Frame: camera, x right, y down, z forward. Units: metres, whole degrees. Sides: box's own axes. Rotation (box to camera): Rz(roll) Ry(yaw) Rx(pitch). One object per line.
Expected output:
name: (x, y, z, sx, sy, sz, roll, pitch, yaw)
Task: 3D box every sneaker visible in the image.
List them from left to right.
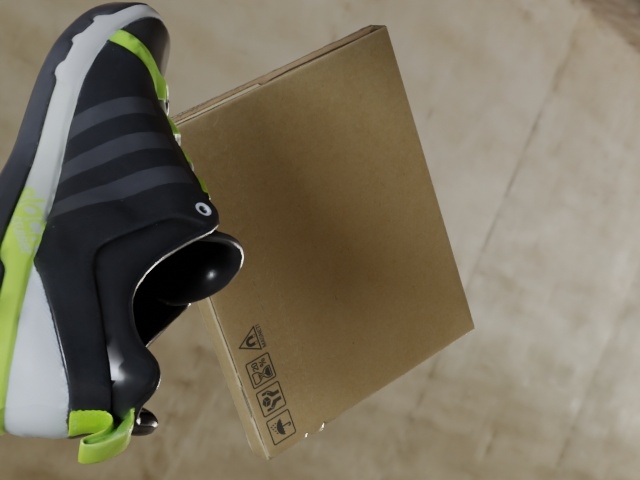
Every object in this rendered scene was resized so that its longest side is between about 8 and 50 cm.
sneaker: (-0.077, -0.005, 0.548, 0.097, 0.235, 0.084, 13, 135, -1)

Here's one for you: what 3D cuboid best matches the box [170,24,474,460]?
box: (0.000, 0.000, 0.784, 0.021, 0.164, 0.201, 13, 126, 55)
